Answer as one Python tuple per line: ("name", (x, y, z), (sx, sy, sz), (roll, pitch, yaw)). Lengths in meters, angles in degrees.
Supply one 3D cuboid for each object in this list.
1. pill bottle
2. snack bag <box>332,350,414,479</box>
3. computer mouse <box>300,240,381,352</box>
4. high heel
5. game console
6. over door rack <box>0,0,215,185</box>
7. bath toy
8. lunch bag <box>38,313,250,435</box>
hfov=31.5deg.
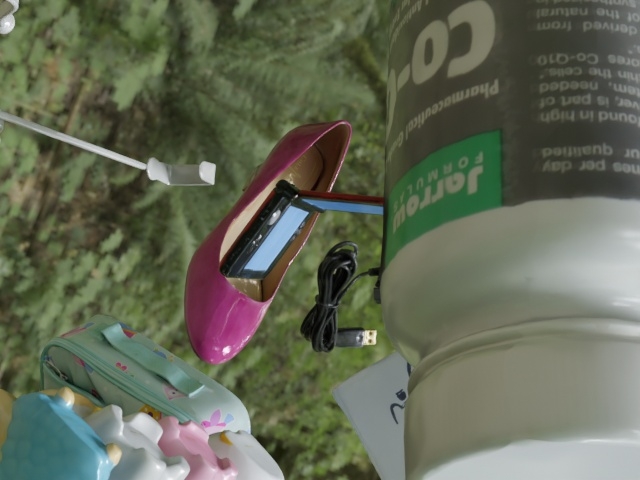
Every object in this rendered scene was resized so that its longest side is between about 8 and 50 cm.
("pill bottle", (0.137, -0.028, 0.651), (0.204, 0.204, 0.361), (111, -15, -59))
("snack bag", (0.203, 0.224, 1.259), (0.342, 0.323, 0.037), (-31, 172, 24))
("computer mouse", (0.104, 0.067, 1.293), (0.060, 0.262, 0.184), (60, -36, 34))
("high heel", (-0.068, -0.011, 1.526), (0.181, 0.127, 0.377), (-31, -145, 45))
("game console", (0.000, 0.000, 0.893), (0.124, 0.085, 0.144), (-54, 171, 3))
("over door rack", (-0.226, -0.190, 1.029), (0.324, 0.108, 0.239), (14, 79, -50))
("bath toy", (-0.163, 0.209, 0.999), (0.129, 0.151, 0.348), (-49, 149, 5))
("lunch bag", (-0.214, 0.220, 1.326), (0.108, 0.279, 0.224), (-34, 141, -45))
